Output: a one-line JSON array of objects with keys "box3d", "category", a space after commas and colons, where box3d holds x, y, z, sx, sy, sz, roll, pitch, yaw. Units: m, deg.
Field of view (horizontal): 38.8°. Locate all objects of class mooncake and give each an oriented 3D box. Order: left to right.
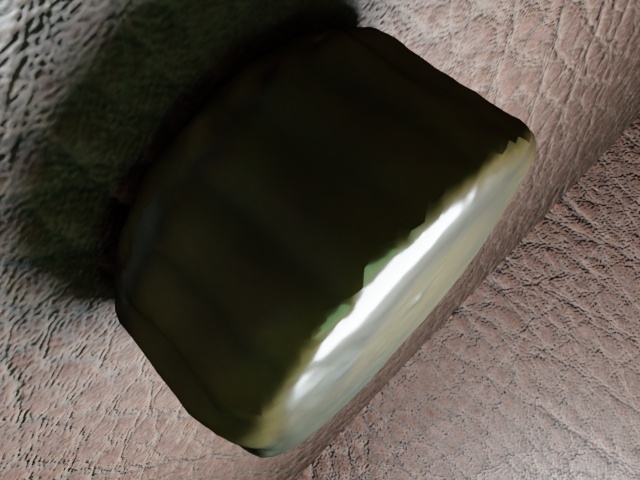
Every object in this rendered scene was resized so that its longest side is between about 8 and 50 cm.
[{"box3d": [0.000, 0.000, 0.625, 0.290, 0.161, 0.290, -44, 163, -17], "category": "mooncake"}]
